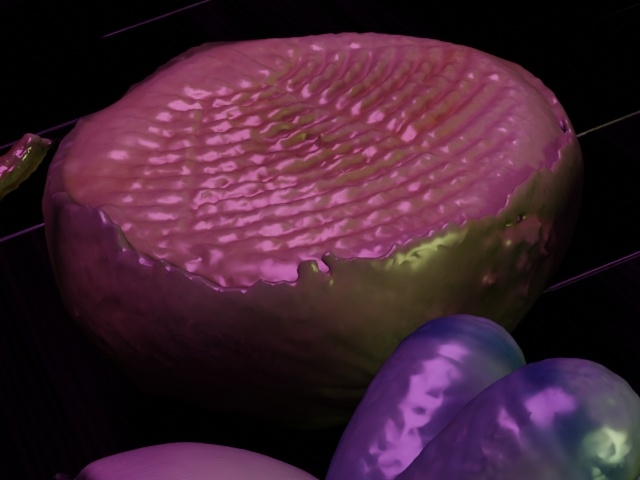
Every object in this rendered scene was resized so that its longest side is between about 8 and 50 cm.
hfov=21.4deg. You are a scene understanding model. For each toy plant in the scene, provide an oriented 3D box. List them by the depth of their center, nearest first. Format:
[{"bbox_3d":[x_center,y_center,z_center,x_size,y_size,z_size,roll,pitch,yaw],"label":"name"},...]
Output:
[{"bbox_3d":[0.059,0.161,0.823,0.332,0.247,0.247,-21,29,-17],"label":"toy plant"}]

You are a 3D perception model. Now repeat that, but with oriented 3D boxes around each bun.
[{"bbox_3d":[0.000,0.005,1.142,0.364,0.202,0.364,-6,30,3],"label":"bun"}]

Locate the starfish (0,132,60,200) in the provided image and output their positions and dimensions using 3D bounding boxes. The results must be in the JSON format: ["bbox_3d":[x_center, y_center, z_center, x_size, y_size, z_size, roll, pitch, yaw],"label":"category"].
[{"bbox_3d":[-0.254,0.107,1.025,0.082,0.324,0.432,18,34,-4],"label":"starfish"}]
